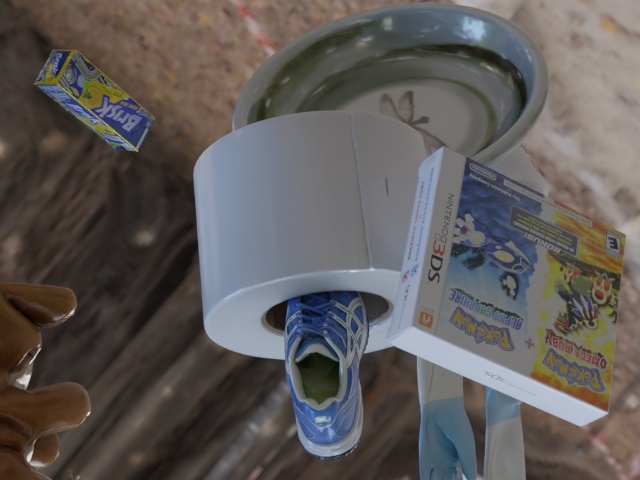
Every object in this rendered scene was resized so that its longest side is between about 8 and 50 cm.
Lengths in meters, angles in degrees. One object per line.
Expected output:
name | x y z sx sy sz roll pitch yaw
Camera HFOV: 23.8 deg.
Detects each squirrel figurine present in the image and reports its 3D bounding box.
squirrel figurine | -0.497 0.264 1.993 0.397 0.281 0.370 11 -122 -42

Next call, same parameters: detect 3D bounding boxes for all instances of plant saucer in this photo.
plant saucer | 0.092 -0.151 1.915 0.400 0.400 0.101 38 152 44

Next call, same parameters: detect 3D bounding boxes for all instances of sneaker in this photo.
sneaker | 0.006 0.093 1.408 0.081 0.080 0.211 77 -175 -58

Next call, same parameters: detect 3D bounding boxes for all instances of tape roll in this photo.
tape roll | 0.000 0.000 1.501 0.246 0.246 0.169 46 -146 -60

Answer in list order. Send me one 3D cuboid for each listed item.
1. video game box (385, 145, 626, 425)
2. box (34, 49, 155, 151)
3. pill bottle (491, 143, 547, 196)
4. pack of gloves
video game box | 0.167 0.039 1.320 0.205 0.187 0.048 24 150 -19
box | -0.306 -0.190 2.067 0.054 0.059 0.169 9 156 43
pill bottle | 0.286 -0.102 2.566 0.160 0.160 0.283 44 -163 -51
pack of gloves | 0.193 0.201 1.775 0.195 0.232 0.046 -8 -170 -43
